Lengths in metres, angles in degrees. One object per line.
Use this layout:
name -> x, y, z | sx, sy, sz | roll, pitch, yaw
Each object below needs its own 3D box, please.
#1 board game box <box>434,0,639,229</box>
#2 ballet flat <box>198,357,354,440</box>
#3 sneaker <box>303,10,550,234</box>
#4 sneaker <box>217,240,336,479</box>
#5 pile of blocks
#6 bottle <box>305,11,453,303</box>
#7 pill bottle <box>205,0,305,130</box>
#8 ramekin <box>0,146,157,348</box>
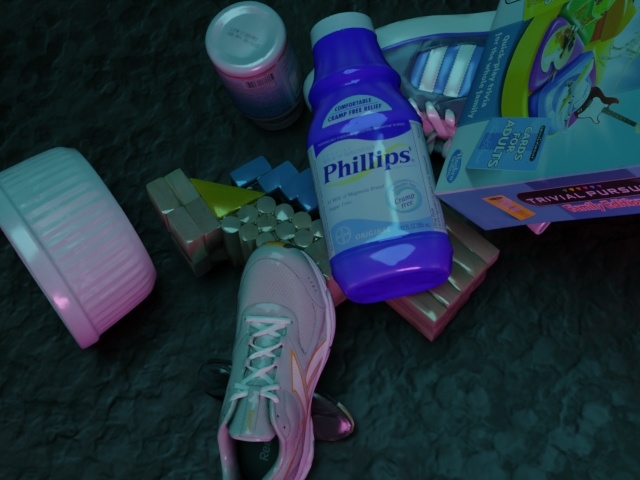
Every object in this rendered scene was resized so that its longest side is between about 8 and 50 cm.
board game box -> 0.269, -0.149, 0.973 | 0.336, 0.079, 0.254 | -7, 58, 54
ballet flat -> -0.044, 0.158, 1.174 | 0.173, 0.049, 0.058 | 20, 105, 11
sneaker -> 0.157, -0.110, 1.189 | 0.322, 0.130, 0.236 | -13, 63, 0
sneaker -> -0.048, 0.134, 1.081 | 0.099, 0.121, 0.263 | 4, 100, 14
pile of blocks -> 0.000, 0.000, 1.196 | 0.362, 0.113, 0.149 | 17, 65, 8
bottle -> 0.047, -0.085, 1.107 | 0.118, 0.092, 0.283 | -13, 70, 7
pill bottle -> -0.065, -0.184, 1.244 | 0.087, 0.160, 0.087 | -4, 68, 9
ramekin -> -0.260, 0.000, 1.193 | 0.109, 0.207, 0.207 | -34, 67, -13
